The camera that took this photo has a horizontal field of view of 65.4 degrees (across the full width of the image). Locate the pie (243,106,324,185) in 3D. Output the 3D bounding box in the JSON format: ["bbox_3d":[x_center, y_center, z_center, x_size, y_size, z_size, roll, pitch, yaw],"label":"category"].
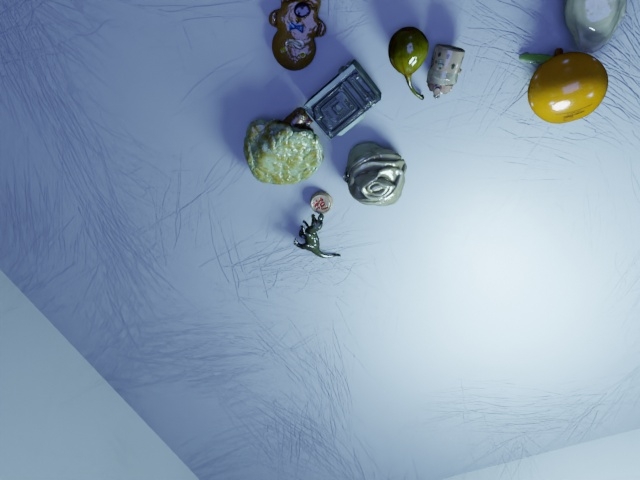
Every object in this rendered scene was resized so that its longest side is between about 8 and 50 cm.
[{"bbox_3d":[-0.124,-0.302,1.689,0.274,0.105,0.257,-12,124,15],"label":"pie"}]

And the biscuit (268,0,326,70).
[{"bbox_3d":[-0.074,-0.645,1.538,0.180,0.039,0.236,11,121,1],"label":"biscuit"}]

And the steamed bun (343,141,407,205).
[{"bbox_3d":[0.180,-0.205,1.671,0.211,0.144,0.218,11,118,3],"label":"steamed bun"}]

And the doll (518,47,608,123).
[{"bbox_3d":[0.705,-0.469,1.445,0.213,0.213,0.236,-12,74,14],"label":"doll"}]

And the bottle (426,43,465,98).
[{"bbox_3d":[0.374,-0.509,1.512,0.099,0.099,0.152,10,120,2],"label":"bottle"}]

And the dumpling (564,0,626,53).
[{"bbox_3d":[0.757,-0.644,1.364,0.162,0.132,0.250,-9,113,16],"label":"dumpling"}]

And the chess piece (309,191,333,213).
[{"bbox_3d":[0.003,-0.136,1.794,0.084,0.038,0.083,4,118,8],"label":"chess piece"}]

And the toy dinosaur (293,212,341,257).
[{"bbox_3d":[0.000,0.000,1.825,0.179,0.087,0.187,22,138,4],"label":"toy dinosaur"}]

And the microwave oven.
[{"bbox_3d":[0.071,-0.441,1.574,0.208,0.122,0.162,-35,107,23],"label":"microwave oven"}]

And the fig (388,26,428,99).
[{"bbox_3d":[0.275,-0.529,1.520,0.124,0.124,0.236,-9,135,13],"label":"fig"}]
